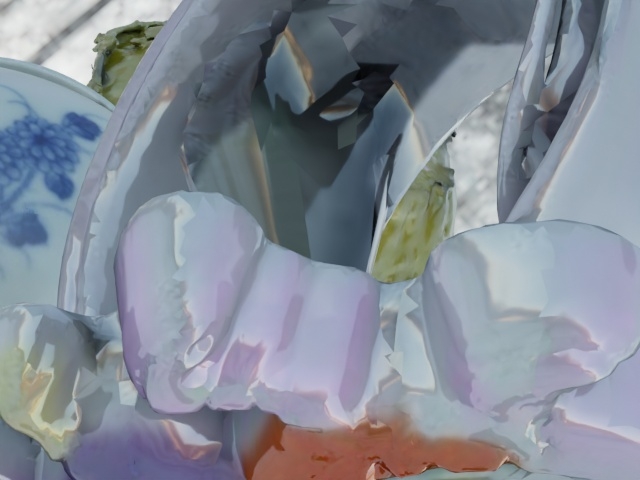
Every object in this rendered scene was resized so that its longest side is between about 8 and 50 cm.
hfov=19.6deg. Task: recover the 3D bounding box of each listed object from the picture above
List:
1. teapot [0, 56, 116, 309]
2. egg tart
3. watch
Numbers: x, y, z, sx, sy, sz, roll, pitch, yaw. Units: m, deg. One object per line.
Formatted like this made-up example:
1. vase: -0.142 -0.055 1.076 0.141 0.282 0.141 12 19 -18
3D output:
1. teapot: -0.165 0.014 0.896 0.424 0.280 0.252 27 -48 -15
2. egg tart: -0.008 -0.054 1.196 0.315 0.315 0.120 44 -65 6
3. watch: 0.000 0.000 0.498 0.244 0.231 0.196 -29 -46 34
